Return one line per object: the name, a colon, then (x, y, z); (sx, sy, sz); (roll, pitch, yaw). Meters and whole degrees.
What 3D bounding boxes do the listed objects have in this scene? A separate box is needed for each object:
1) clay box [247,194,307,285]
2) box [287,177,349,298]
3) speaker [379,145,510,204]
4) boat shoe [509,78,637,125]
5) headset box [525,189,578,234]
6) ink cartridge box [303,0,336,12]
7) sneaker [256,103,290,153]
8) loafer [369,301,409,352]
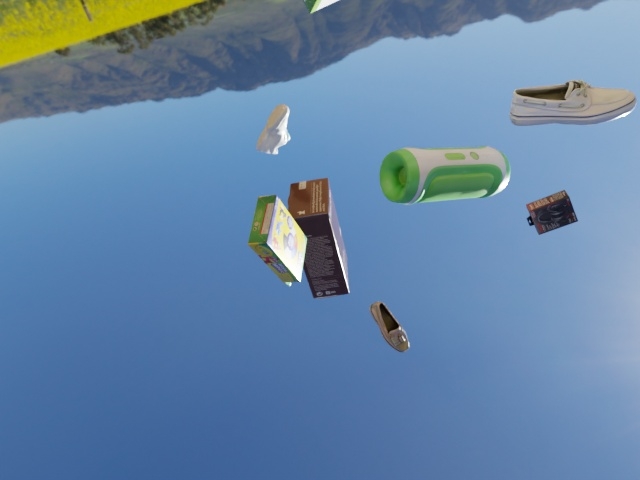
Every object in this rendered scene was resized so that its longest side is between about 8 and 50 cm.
clay box: (-0.089, 0.008, 1.043); (0.053, 0.222, 0.127); (-5, -121, 21)
box: (0.000, 0.000, 1.499); (0.143, 0.381, 0.191); (-10, -137, 9)
speaker: (0.286, -0.151, 1.007); (0.296, 0.131, 0.131); (-7, -155, -26)
boat shoe: (0.499, -0.278, 0.880); (0.226, 0.076, 0.083); (-4, -134, 19)
headset box: (0.453, -0.053, 0.876); (0.083, 0.062, 0.032); (-23, -155, 22)
ink cartridge box: (0.082, -0.572, 0.851); (0.255, 0.097, 0.189); (-34, -173, -19)
sneaker: (-0.139, -0.372, 1.504); (0.094, 0.212, 0.080); (17, -126, -22)
loafer: (0.153, 0.188, 0.964); (0.045, 0.125, 0.039); (-32, 173, -25)
